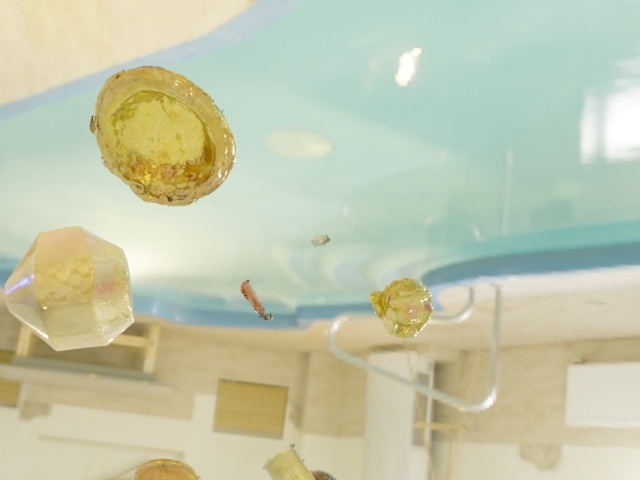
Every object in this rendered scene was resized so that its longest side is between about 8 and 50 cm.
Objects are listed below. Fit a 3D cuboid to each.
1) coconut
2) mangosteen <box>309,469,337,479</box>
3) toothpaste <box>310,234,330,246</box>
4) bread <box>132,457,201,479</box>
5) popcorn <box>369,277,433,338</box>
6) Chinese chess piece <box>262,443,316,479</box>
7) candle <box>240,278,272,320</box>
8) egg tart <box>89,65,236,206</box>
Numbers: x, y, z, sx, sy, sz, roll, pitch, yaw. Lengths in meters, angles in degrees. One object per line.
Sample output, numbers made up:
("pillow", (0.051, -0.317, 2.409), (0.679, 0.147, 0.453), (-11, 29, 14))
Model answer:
("coconut", (-0.500, 0.103, 1.905), (0.259, 0.259, 0.259), (6, 165, 2))
("mangosteen", (-0.026, 0.629, 2.229), (0.211, 0.211, 0.250), (6, 138, 3))
("toothpaste", (0.000, 0.000, 2.011), (0.020, 0.017, 0.083), (-36, -174, -12))
("bread", (-0.232, 0.371, 1.449), (0.110, 0.024, 0.110), (3, 122, 4))
("popcorn", (0.138, 0.106, 1.560), (0.109, 0.097, 0.089), (-16, -152, -35))
("Chinese chess piece", (-0.037, 0.510, 1.953), (0.083, 0.188, 0.188), (-35, 168, -9))
("candle", (-0.120, 0.111, 1.745), (0.026, 0.021, 0.167), (-17, -157, -13))
("egg tart", (-0.212, -0.148, 1.320), (0.213, 0.090, 0.212), (5, 123, 8))
